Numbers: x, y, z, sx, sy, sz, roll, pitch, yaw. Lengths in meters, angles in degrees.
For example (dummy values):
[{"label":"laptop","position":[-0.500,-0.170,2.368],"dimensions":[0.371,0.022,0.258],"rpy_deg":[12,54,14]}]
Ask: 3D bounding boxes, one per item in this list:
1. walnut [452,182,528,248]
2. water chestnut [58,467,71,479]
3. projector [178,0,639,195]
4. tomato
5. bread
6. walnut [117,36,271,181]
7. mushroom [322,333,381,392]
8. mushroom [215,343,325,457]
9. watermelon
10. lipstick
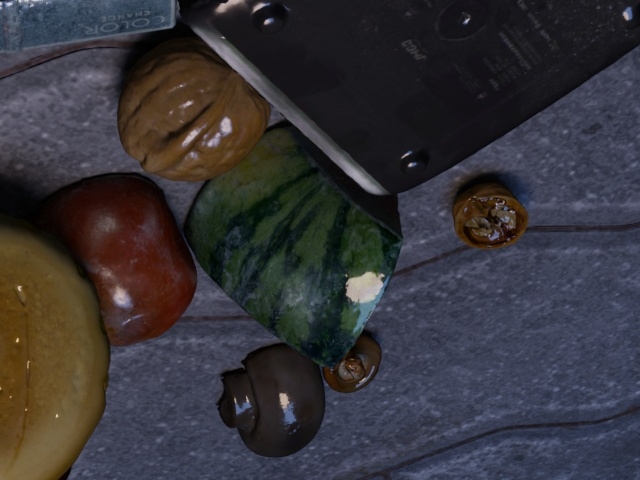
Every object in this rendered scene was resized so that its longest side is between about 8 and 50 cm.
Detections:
[{"label":"walnut","position":[0.212,-0.039,2.050],"dimensions":[0.091,0.052,0.121],"rpy_deg":[-30,139,15]},{"label":"water chestnut","position":[-0.451,0.259,1.925],"dimensions":[0.351,0.302,0.350],"rpy_deg":[-11,146,-7]},{"label":"projector","position":[0.105,-0.285,1.551],"dimensions":[0.405,0.242,0.395],"rpy_deg":[-33,139,15]},{"label":"tomato","position":[-0.236,0.042,1.882],"dimensions":[0.181,0.155,0.214],"rpy_deg":[-28,140,5]},{"label":"bread","position":[-0.377,0.134,1.733],"dimensions":[0.333,0.333,0.160],"rpy_deg":[5,173,-28]},{"label":"walnut","position":[-0.140,-0.136,1.711],"dimensions":[0.167,0.149,0.166],"rpy_deg":[7,129,8]},{"label":"mushroom","position":[0.043,0.163,2.201],"dimensions":[0.088,0.072,0.129],"rpy_deg":[-19,166,-4]},{"label":"mushroom","position":[-0.057,0.233,2.231],"dimensions":[0.141,0.117,0.188],"rpy_deg":[-16,139,-24]},{"label":"watermelon","position":[0.000,0.000,1.910],"dimensions":[0.201,0.261,0.213],"rpy_deg":[-18,150,-52]},{"label":"lipstick","position":[-0.284,-0.234,1.579],"dimensions":[0.290,0.076,0.077],"rpy_deg":[-9,140,-13]}]
